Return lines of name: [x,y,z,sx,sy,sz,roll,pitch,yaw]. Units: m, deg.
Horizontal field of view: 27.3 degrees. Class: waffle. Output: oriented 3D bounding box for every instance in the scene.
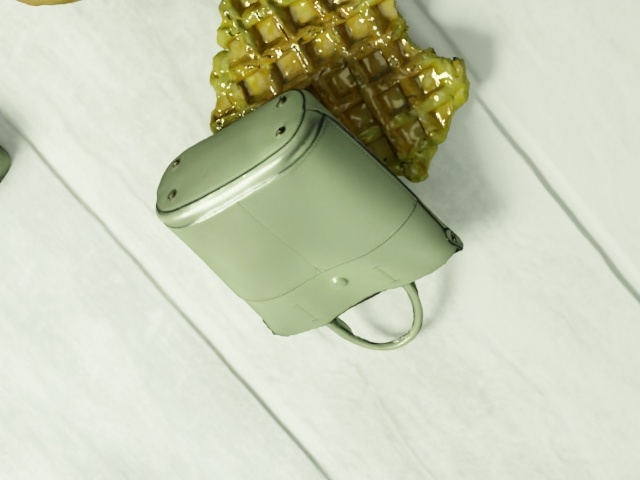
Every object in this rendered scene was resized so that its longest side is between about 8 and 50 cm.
waffle: [0.019,-0.169,1.315,0.291,0.051,0.291,2,110,6]

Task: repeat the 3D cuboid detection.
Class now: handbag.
handbag: [0.000,0.000,1.342,0.241,0.109,0.315,-26,130,26]

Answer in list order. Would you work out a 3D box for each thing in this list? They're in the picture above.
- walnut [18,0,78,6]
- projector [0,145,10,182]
walnut: [-0.222,-0.360,1.128,0.306,0.306,0.344,43,106,-10]
projector: [-0.383,-0.069,1.373,0.083,0.082,0.083,37,109,-8]
